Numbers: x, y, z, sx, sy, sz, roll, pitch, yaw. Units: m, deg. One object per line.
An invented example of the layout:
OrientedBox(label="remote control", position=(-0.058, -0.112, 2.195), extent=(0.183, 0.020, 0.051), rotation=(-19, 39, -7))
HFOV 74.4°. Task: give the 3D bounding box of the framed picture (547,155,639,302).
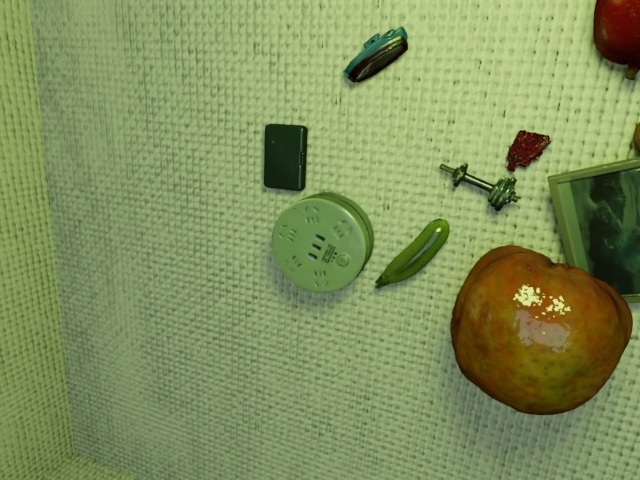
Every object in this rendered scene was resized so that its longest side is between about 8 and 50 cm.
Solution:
OrientedBox(label="framed picture", position=(0.851, -0.011, 1.165), extent=(0.327, 0.028, 0.445), rotation=(-11, 112, 35))

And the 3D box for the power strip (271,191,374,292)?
OrientedBox(label="power strip", position=(0.000, 0.000, 1.478), extent=(0.358, 0.161, 0.356), rotation=(5, 105, 18))

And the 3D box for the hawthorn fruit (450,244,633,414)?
OrientedBox(label="hawthorn fruit", position=(0.576, 0.245, 1.190), extent=(0.473, 0.472, 0.470), rotation=(5, 105, 18))

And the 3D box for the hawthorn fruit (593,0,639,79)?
OrientedBox(label="hawthorn fruit", position=(0.799, -0.550, 1.015), extent=(0.266, 0.265, 0.306), rotation=(17, 127, 15))

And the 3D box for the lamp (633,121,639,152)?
OrientedBox(label="lamp", position=(0.903, -0.278, 1.106), extent=(0.137, 0.136, 0.136), rotation=(5, 105, 18))

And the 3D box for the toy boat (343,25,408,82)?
OrientedBox(label="toy boat", position=(0.165, -0.582, 1.310), extent=(0.223, 0.100, 0.097), rotation=(-28, 69, 24))

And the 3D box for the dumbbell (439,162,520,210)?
OrientedBox(label="dumbbell", position=(0.485, -0.178, 1.301), extent=(0.255, 0.110, 0.110), rotation=(28, 111, 17))

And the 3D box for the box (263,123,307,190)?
OrientedBox(label="box", position=(-0.127, -0.296, 1.506), extent=(0.161, 0.050, 0.229), rotation=(8, 106, 18))

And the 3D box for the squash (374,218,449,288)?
OrientedBox(label="squash", position=(0.312, 0.063, 1.428), extent=(0.094, 0.094, 0.341), rotation=(44, 111, 4))

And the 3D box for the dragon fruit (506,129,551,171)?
OrientedBox(label="dragon fruit", position=(0.624, -0.260, 1.263), extent=(0.097, 0.063, 0.131), rotation=(40, 117, 41))
